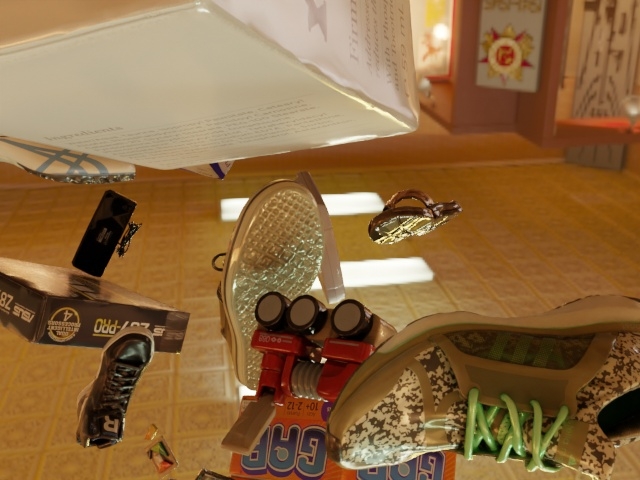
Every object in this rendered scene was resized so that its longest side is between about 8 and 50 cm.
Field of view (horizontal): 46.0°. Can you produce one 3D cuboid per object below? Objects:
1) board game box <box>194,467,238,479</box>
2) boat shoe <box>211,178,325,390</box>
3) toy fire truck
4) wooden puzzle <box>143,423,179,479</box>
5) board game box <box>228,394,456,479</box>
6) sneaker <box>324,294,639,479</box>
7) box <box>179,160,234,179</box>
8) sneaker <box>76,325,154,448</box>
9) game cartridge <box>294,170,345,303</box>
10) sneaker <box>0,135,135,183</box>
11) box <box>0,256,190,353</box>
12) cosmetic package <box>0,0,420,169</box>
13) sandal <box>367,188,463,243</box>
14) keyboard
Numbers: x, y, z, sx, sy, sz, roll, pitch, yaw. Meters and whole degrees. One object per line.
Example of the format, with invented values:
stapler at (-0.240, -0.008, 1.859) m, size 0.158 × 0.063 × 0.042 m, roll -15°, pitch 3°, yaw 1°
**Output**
board game box at (-0.176, 0.513, 1.422) m, size 0.186 × 0.126 × 0.026 m, roll 29°, pitch 180°, yaw -30°
boat shoe at (-0.108, 0.077, 1.377) m, size 0.187 × 0.500 × 0.156 m, roll -15°, pitch -131°, yaw -21°
toy fire truck at (-0.025, 0.207, 1.109) m, size 0.217 × 0.246 × 0.158 m, roll 3°, pitch 159°, yaw 34°
wooden puzzle at (-0.310, 0.419, 1.457) m, size 0.116 × 0.078 × 0.014 m, roll 51°, pitch -146°, yaw 17°
board game box at (0.042, 0.548, 1.656) m, size 0.357 × 0.356 × 0.356 m, roll 23°, pitch 156°, yaw -38°
sneaker at (0.209, 0.166, 0.751) m, size 0.411 × 0.157 × 0.182 m, roll -12°, pitch -152°, yaw -12°
box at (-0.225, -0.204, 1.495) m, size 0.126 × 0.072 × 0.137 m, roll 15°, pitch -113°, yaw 30°
sneaker at (-0.314, 0.243, 1.172) m, size 0.079 × 0.216 × 0.121 m, roll 17°, pitch -147°, yaw -29°
game cartridge at (0.000, 0.000, 1.823) m, size 0.060 × 0.294 × 0.196 m, roll -14°, pitch -144°, yaw -2°
sneaker at (-0.338, -0.118, 0.901) m, size 0.237 × 0.086 × 0.085 m, roll 13°, pitch -179°, yaw -7°
box at (-0.500, 0.117, 1.465) m, size 0.395 × 0.097 × 0.318 m, roll 14°, pitch -179°, yaw 40°
cosmetic package at (-0.133, -0.260, 0.652) m, size 0.328 × 0.329 × 0.394 m, roll -5°, pitch 176°, yaw 25°
sandal at (0.130, -0.043, 1.053) m, size 0.090 × 0.060 × 0.219 m, roll -32°, pitch 169°, yaw 36°
keyboard at (-0.451, -0.009, 1.619) m, size 0.100 × 0.192 × 0.038 m, roll 29°, pitch -167°, yaw -3°
